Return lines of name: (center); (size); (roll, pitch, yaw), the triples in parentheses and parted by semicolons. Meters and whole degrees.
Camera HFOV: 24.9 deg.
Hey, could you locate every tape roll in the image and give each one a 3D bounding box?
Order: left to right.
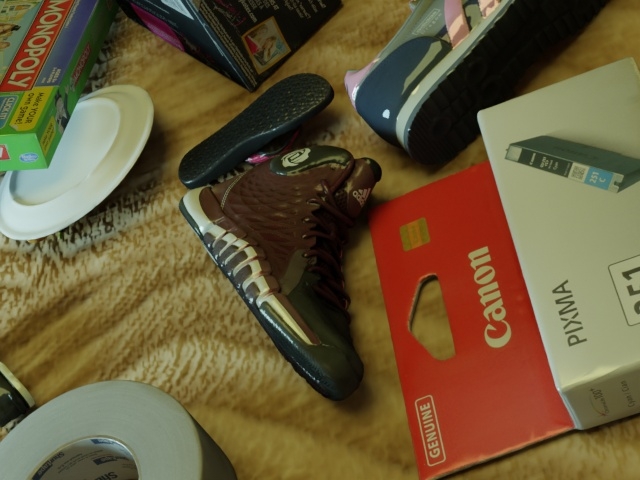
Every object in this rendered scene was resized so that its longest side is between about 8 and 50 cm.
tape roll: (-0.175, 0.221, 1.140); (0.219, 0.072, 0.219); (-16, 48, 18)

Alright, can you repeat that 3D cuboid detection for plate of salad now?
plate of salad: (-0.241, -0.074, 1.441); (0.200, 0.048, 0.200); (-25, 39, 22)

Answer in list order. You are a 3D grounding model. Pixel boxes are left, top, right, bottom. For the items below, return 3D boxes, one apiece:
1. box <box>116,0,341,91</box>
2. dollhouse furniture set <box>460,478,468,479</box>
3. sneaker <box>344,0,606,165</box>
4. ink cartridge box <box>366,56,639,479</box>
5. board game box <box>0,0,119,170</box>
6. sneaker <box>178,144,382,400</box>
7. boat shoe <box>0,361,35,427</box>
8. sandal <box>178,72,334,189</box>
box: (-0.126, -0.290, 1.474); (0.142, 0.163, 0.247); (-47, 47, -10)
dollhouse furniture set: (0.028, 0.266, 1.000); (0.182, 0.101, 0.161); (-15, 23, 18)
sneaker: (0.150, -0.214, 1.293); (0.319, 0.112, 0.131); (-44, 49, -11)
ink cartridge box: (0.165, 0.016, 1.126); (0.261, 0.066, 0.296); (-21, 46, 11)
board game box: (-0.347, -0.178, 1.512); (0.213, 0.046, 0.317); (-4, 38, 12)
sneaker: (0.000, 0.000, 1.206); (0.162, 0.106, 0.281); (-35, 44, -5)
boat shoe: (-0.309, 0.120, 1.315); (0.042, 0.049, 0.133); (-38, 49, -16)
sandal: (-0.057, -0.099, 1.371); (0.179, 0.040, 0.067); (-31, 37, 23)
